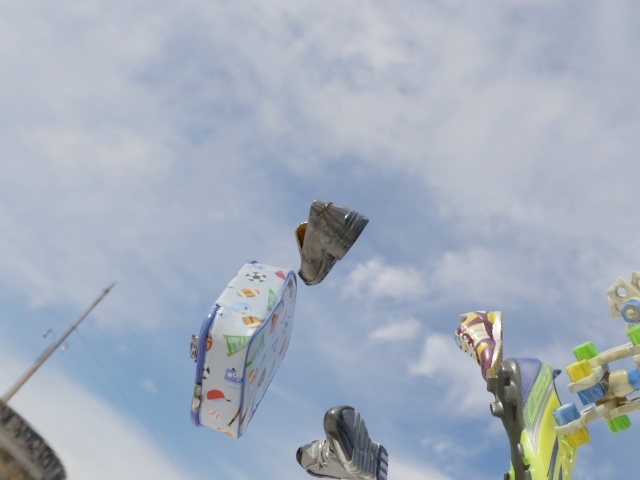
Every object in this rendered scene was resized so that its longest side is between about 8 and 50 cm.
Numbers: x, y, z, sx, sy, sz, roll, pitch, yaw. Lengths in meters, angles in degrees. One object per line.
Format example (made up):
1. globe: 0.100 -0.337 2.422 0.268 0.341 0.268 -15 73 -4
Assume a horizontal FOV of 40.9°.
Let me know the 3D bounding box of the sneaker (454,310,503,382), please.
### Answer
1. sneaker: 0.273 0.185 1.485 0.084 0.185 0.070 -1 -66 13

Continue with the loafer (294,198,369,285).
1. loafer: 0.000 0.000 0.965 0.061 0.062 0.170 36 -30 0

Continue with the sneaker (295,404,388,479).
1. sneaker: 0.013 0.322 1.311 0.132 0.086 0.229 -5 -37 22

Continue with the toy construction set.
1. toy construction set: 0.445 0.147 1.142 0.215 0.327 0.151 -33 -87 38

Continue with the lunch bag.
1. lunch bag: -0.133 0.189 1.485 0.115 0.303 0.243 15 -63 11

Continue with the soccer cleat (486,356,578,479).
1. soccer cleat: 0.300 0.285 1.129 0.121 0.289 0.093 7 -36 -14
